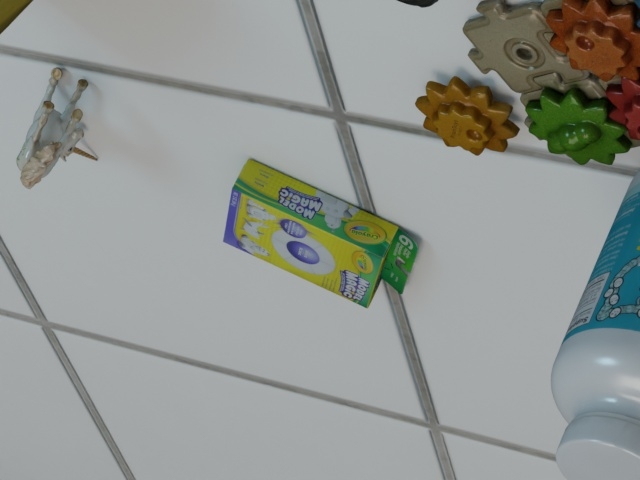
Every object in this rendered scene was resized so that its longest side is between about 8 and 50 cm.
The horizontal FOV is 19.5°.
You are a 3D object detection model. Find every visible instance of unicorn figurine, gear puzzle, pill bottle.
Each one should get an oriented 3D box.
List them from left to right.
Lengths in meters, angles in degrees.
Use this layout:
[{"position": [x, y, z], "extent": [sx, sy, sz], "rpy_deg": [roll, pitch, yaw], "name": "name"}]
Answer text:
[{"position": [-0.249, -0.100, 1.742], "extent": [0.060, 0.162, 0.111], "rpy_deg": [31, 123, 4], "name": "unicorn figurine"}, {"position": [0.194, -0.116, 1.409], "extent": [0.339, 0.044, 0.175], "rpy_deg": [-10, 133, 46], "name": "gear puzzle"}, {"position": [0.266, 0.072, 1.419], "extent": [0.146, 0.264, 0.146], "rpy_deg": [20, 149, 12], "name": "pill bottle"}]

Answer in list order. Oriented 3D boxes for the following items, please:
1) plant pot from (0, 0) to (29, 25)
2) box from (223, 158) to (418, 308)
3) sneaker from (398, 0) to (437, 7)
[{"position": [-0.315, -0.240, 1.487], "extent": [0.212, 0.187, 0.212], "rpy_deg": [38, 148, -16], "name": "plant pot"}, {"position": [0.000, 0.000, 1.744], "extent": [0.179, 0.043, 0.105], "rpy_deg": [23, 150, 5], "name": "box"}, {"position": [-0.017, -0.250, 1.314], "extent": [0.271, 0.108, 0.100], "rpy_deg": [39, 146, -21], "name": "sneaker"}]
